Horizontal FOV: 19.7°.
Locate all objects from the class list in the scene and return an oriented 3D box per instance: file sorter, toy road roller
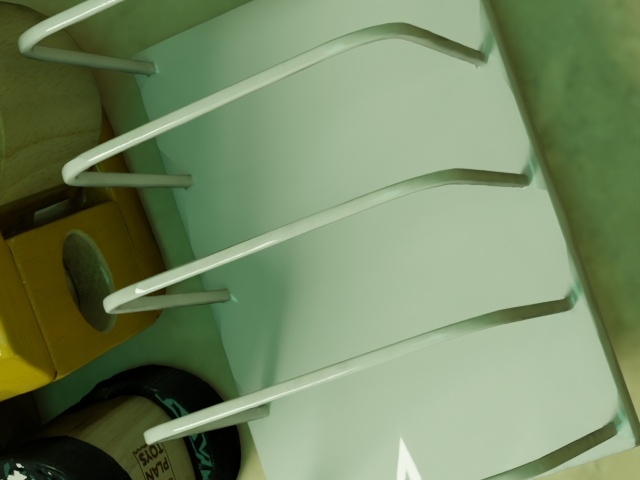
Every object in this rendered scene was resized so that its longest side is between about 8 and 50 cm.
[{"bbox_3d":[0.000,0.000,0.866,0.193,0.173,0.277,-21,82,21],"label":"file sorter"},{"bbox_3d":[-0.207,0.061,0.930,0.241,0.202,0.329,-17,95,17],"label":"toy road roller"}]
